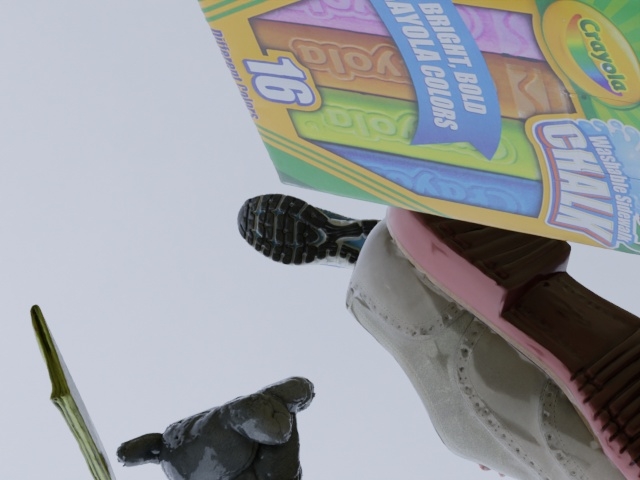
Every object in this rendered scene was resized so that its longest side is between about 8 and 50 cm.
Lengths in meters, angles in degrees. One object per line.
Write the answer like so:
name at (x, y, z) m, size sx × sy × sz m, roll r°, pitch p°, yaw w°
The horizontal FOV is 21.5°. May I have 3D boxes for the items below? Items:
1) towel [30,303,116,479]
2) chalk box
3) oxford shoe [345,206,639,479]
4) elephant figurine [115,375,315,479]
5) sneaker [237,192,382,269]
towel at (-0.209, 0.161, 1.462) m, size 0.021 × 0.237 × 0.102 m, roll -22°, pitch -127°, yaw -8°
chalk box at (0.116, -0.118, 0.737) m, size 0.289 × 0.179 × 0.180 m, roll 11°, pitch -122°, yaw 27°
oxford shoe at (0.154, 0.108, 1.040) m, size 0.123 × 0.130 × 0.348 m, roll -16°, pitch -122°, yaw -47°
elephant figurine at (-0.038, 0.260, 1.582) m, size 0.169 × 0.186 × 0.239 m, roll -18°, pitch -94°, yaw -54°
sneaker at (0.000, 0.000, 1.581) m, size 0.162 × 0.063 × 0.073 m, roll 15°, pitch 177°, yaw 0°
